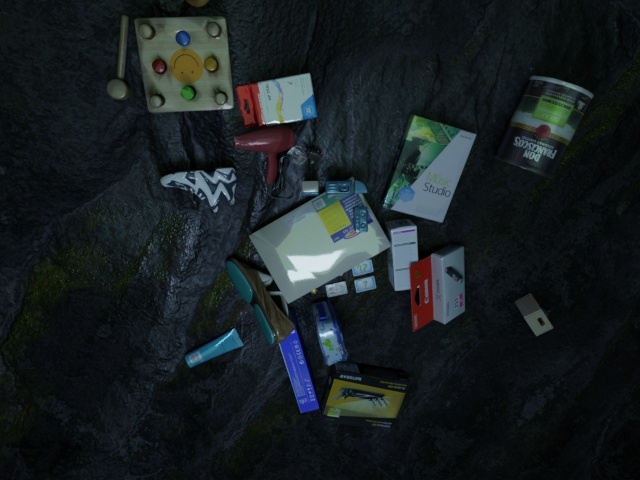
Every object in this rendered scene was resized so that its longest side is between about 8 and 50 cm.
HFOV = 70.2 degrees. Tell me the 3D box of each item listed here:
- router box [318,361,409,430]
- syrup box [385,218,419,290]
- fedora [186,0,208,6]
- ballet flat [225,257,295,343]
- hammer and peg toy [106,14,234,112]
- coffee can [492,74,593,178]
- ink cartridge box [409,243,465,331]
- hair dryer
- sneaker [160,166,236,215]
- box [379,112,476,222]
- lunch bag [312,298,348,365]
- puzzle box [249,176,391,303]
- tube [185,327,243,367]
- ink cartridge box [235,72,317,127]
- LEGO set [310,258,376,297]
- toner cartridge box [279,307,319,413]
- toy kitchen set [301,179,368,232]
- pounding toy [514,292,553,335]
[{"bbox_3d":[0.170,0.619,1.818,0.308,0.081,0.243,11,108,-11],"label":"router box"},{"bbox_3d":[0.291,0.049,1.621,0.096,0.093,0.237,-8,110,-5],"label":"syrup box"},{"bbox_3d":[-0.332,-0.739,1.234,0.079,0.194,0.195,-32,116,-34],"label":"fedora"},{"bbox_3d":[-0.195,0.189,1.555,0.124,0.342,0.116,-22,155,-33],"label":"ballet flat"},{"bbox_3d":[-0.439,-0.505,1.302,0.360,0.127,0.266,-4,110,-7],"label":"hammer and peg toy"},{"bbox_3d":[0.712,-0.362,1.473,0.201,0.201,0.276,16,106,-13],"label":"coffee can"},{"bbox_3d":[0.428,0.177,1.648,0.238,0.060,0.276,-22,115,-34],"label":"ink cartridge box"},{"bbox_3d":[-0.145,-0.251,1.420,0.293,0.080,0.224,32,104,-35],"label":"hair dryer"},{"bbox_3d":[-0.382,-0.149,1.456,0.234,0.094,0.153,-8,102,-15],"label":"sneaker"},{"bbox_3d":[0.361,-0.240,1.545,0.232,0.058,0.322,13,107,-12],"label":"box"},{"bbox_3d":[0.028,0.319,1.616,0.090,0.219,0.176,-16,111,-3],"label":"lunch bag"},{"bbox_3d":[0.000,0.000,1.547,0.408,0.052,0.272,-29,93,4],"label":"puzzle box"},{"bbox_3d":[-0.394,0.400,1.682,0.206,0.052,0.080,-24,116,-4],"label":"tube"},{"bbox_3d":[-0.135,-0.427,1.399,0.230,0.078,0.134,-12,111,-3],"label":"ink cartridge box"},{"bbox_3d":[0.073,0.121,1.639,0.244,0.060,0.183,-12,107,-3],"label":"LEGO set"},{"bbox_3d":[-0.085,0.440,1.675,0.075,0.165,0.348,-15,110,-2],"label":"toner cartridge box"},{"bbox_3d":[0.047,-0.107,1.448,0.206,0.122,0.166,-1,94,2],"label":"toy kitchen set"},{"bbox_3d":[0.847,0.285,1.774,0.100,0.130,0.141,-33,111,18],"label":"pounding toy"}]
